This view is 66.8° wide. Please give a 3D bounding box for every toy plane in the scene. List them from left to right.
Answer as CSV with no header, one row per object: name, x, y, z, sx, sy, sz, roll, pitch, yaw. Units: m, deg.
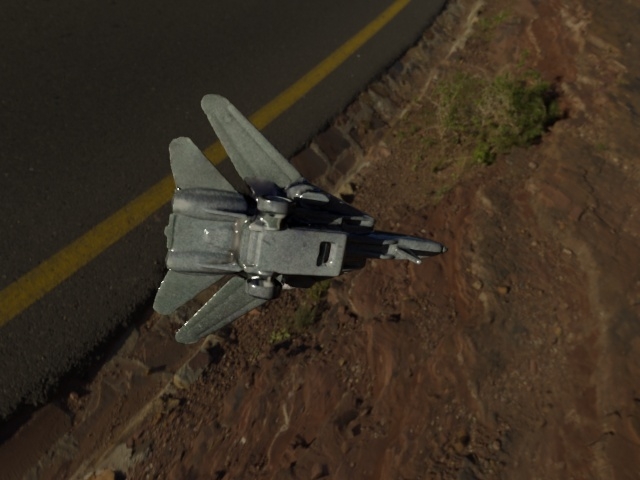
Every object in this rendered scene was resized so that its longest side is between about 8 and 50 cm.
toy plane,0.003,0.004,0.417,0.267,0.212,0.088,7,16,-15
